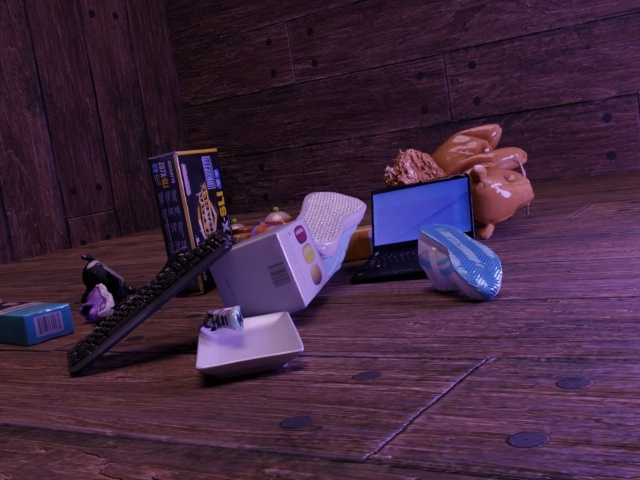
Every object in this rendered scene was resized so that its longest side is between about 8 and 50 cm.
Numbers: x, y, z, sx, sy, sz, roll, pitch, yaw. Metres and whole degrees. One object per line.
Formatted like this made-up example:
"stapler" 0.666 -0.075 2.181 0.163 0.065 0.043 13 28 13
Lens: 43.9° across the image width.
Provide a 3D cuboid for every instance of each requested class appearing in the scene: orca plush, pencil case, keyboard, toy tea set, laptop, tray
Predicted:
"orca plush" -0.519 0.121 1.892 0.151 0.102 0.287 40 -10 -32
"pencil case" -0.099 -0.004 2.214 0.104 0.104 0.236 -14 10 -38
"keyboard" -0.282 0.088 1.294 0.317 0.033 0.201 -40 14 -10
"toy tea set" -0.182 -0.045 2.537 0.336 0.124 0.200 -4 8 32
"laptop" 0.192 -0.029 1.666 0.234 0.136 0.264 -10 14 24
"tray" -0.106 0.152 1.158 0.145 0.030 0.270 -9 6 -6

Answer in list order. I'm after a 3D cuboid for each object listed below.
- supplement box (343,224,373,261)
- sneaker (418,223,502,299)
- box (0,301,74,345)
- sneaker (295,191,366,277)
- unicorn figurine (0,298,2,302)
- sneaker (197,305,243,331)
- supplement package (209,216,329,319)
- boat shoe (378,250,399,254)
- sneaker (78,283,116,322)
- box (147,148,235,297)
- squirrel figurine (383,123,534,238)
"supplement box" 0.098 0.005 1.957 0.234 0.080 0.078 -7 9 -6
"sneaker" 0.241 0.051 1.370 0.088 0.092 0.228 -8 26 -15
"box" -0.603 0.163 1.587 0.244 0.060 0.101 -2 9 42
"sneaker" 0.000 0.000 1.718 0.135 0.150 0.366 20 24 11
"unicorn figurine" -0.722 0.162 1.745 0.162 0.060 0.111 -8 4 18
"sneaker" -0.152 0.123 1.198 0.069 0.038 0.098 -11 -3 -5
"supplement package" -0.086 0.053 1.418 0.134 0.139 0.244 -21 5 12
"boat shoe" 0.182 0.028 1.776 0.137 0.043 0.049 -29 34 -20
"sneaker" -0.469 0.134 1.649 0.071 0.068 0.170 -17 10 -22
"box" -0.291 -0.050 1.871 0.079 0.321 0.257 -9 6 13
"squirrel figurine" 0.367 -0.127 2.090 0.397 0.280 0.370 -5 19 0
